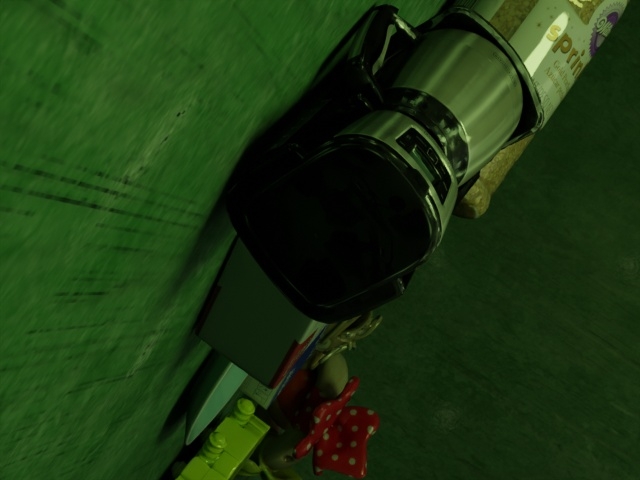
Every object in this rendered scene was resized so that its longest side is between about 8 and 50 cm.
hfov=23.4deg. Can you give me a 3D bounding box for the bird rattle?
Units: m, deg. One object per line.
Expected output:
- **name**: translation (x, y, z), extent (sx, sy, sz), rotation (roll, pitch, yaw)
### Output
- **bird rattle**: translation (-0.031, 0.208, 1.847), extent (0.253, 0.143, 0.207), rotation (-49, -156, 42)

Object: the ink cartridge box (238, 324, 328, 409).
- **ink cartridge box**: translation (-0.017, 0.077, 1.558), extent (0.097, 0.046, 0.207), rotation (-49, 172, -41)

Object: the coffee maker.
- **coffee maker**: translation (0.031, -0.034, 0.909), extent (0.178, 0.120, 0.171), rotation (-48, 172, -49)

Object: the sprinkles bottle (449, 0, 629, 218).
- **sprinkles bottle**: translation (0.176, -0.189, 1.224), extent (0.355, 0.121, 0.121), rotation (-54, 175, -7)

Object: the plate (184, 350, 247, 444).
- **plate**: translation (-0.068, 0.093, 1.325), extent (0.188, 0.024, 0.188), rotation (-54, 175, -7)

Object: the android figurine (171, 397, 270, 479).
- **android figurine**: translation (-0.140, 0.272, 1.617), extent (0.248, 0.056, 0.273), rotation (-48, 172, -51)

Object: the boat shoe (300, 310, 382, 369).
- **boat shoe**: translation (0.035, 0.069, 1.722), extent (0.104, 0.089, 0.285), rotation (-51, 174, -40)

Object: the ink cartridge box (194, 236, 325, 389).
- **ink cartridge box**: translation (0.000, 0.000, 1.087), extent (0.175, 0.072, 0.127), rotation (-51, 173, -40)
